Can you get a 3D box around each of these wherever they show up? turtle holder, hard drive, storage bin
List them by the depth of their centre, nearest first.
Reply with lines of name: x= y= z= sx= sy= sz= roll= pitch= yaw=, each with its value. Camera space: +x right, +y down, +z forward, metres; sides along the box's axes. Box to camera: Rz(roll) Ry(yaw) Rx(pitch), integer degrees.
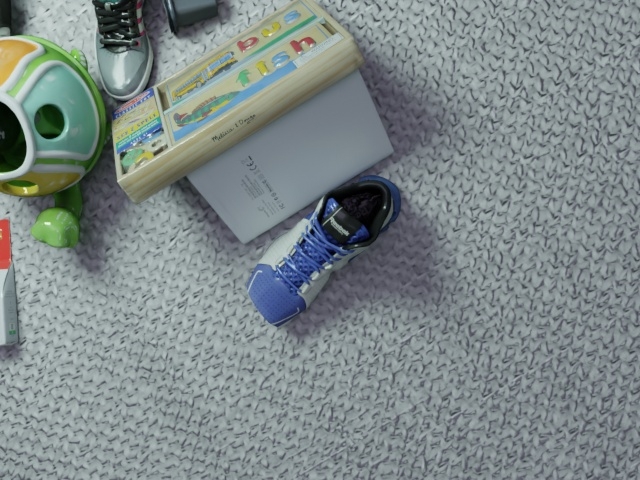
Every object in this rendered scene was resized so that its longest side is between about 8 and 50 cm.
turtle holder: x=-0.488 y=-0.162 z=1.119 sx=0.243 sy=0.227 sz=0.321 roll=14 pitch=111 yaw=-7
hard drive: x=-0.044 y=-0.135 z=1.125 sx=0.307 sy=0.203 sz=0.040 roll=-32 pitch=50 yaw=2
storage bin: x=-0.235 y=-0.445 z=1.198 sx=0.091 sy=0.098 sz=0.135 roll=-15 pitch=87 yaw=-7

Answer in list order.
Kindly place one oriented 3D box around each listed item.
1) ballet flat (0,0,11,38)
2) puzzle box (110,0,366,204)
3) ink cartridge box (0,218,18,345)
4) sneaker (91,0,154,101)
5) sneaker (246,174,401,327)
ballet flat: x=-0.612 y=-0.313 z=1.220 sx=0.096 sy=0.095 sz=0.280 roll=40 pitch=101 yaw=-5
puzzle box: x=-0.151 y=-0.243 z=1.109 sx=0.408 sy=0.272 sz=0.052 roll=-31 pitch=126 yaw=2
ink cartridge box: x=-0.640 y=0.080 z=1.220 sx=0.180 sy=0.056 sz=0.225 roll=-5 pitch=89 yaw=3
sneaker: x=-0.348 y=-0.397 z=1.155 sx=0.123 sy=0.178 sz=0.296 roll=-1 pitch=88 yaw=4
sneaker: x=0.001 y=-0.001 z=1.116 sx=0.315 sy=0.182 sz=0.127 roll=-43 pitch=84 yaw=1
